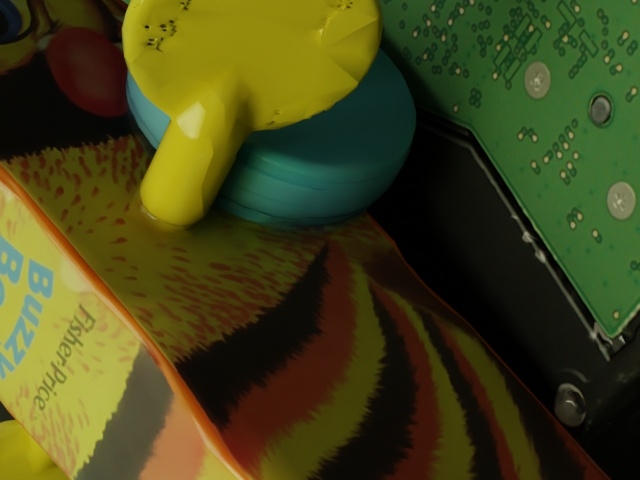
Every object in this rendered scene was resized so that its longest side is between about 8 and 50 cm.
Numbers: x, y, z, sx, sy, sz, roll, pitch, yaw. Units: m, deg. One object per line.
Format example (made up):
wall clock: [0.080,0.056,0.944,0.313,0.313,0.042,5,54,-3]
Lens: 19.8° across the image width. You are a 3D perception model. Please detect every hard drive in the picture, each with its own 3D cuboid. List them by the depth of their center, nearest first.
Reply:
hard drive: [0.000,0.000,0.538,0.237,0.064,0.339,59,136,29]

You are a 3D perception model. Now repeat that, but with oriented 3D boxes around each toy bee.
toy bee: [-0.068,-0.003,0.446,0.298,0.162,0.195,36,124,44]
